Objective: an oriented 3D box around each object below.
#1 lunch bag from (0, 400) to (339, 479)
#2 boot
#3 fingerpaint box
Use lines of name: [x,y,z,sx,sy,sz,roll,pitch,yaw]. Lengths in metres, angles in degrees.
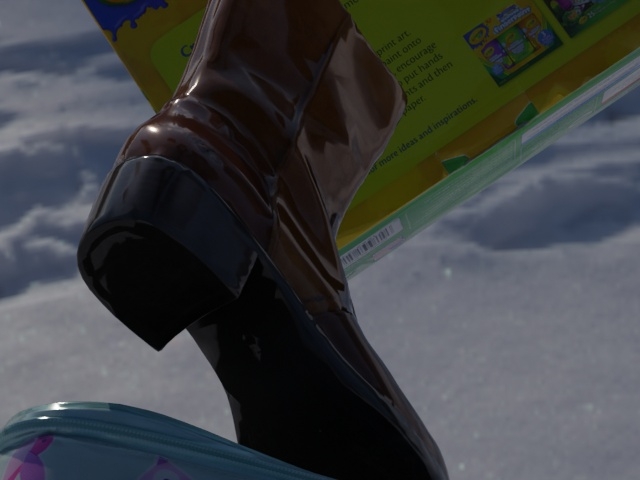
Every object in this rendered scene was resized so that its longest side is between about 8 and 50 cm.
lunch bag: [-0.039,0.186,0.744,0.279,0.224,0.108,17,44,-10]
boot: [0.000,0.000,0.880,0.096,0.264,0.280,-36,20,33]
fingerpaint box: [0.054,-0.214,1.439,0.445,0.371,0.163,-35,-11,0]
